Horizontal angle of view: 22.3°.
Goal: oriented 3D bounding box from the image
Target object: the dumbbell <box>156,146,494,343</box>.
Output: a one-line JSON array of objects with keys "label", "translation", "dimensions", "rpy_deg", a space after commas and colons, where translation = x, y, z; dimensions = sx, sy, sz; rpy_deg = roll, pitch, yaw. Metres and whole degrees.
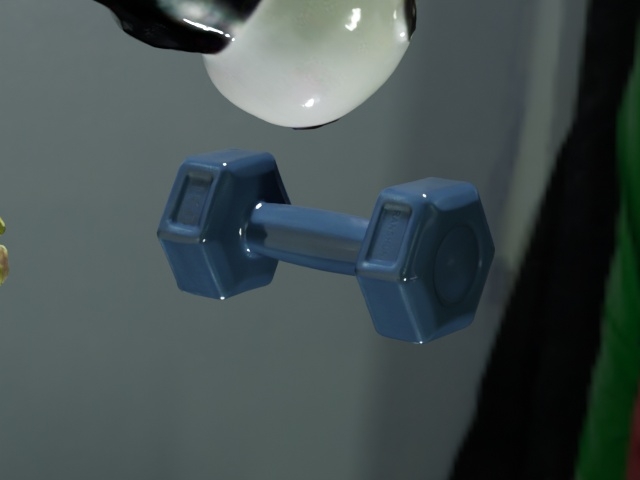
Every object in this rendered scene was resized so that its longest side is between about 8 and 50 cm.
[{"label": "dumbbell", "translation": [0.000, 0.000, 1.548], "dimensions": [0.316, 0.156, 0.144], "rpy_deg": [11, -74, 35]}]

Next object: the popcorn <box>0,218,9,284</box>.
[{"label": "popcorn", "translation": [-0.256, 0.001, 1.082], "dimensions": [0.089, 0.109, 0.097], "rpy_deg": [-54, -153, -18]}]

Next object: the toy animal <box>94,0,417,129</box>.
[{"label": "toy animal", "translation": [-0.049, -0.219, 1.283], "dimensions": [0.212, 0.266, 0.212], "rpy_deg": [-47, -156, 28]}]
